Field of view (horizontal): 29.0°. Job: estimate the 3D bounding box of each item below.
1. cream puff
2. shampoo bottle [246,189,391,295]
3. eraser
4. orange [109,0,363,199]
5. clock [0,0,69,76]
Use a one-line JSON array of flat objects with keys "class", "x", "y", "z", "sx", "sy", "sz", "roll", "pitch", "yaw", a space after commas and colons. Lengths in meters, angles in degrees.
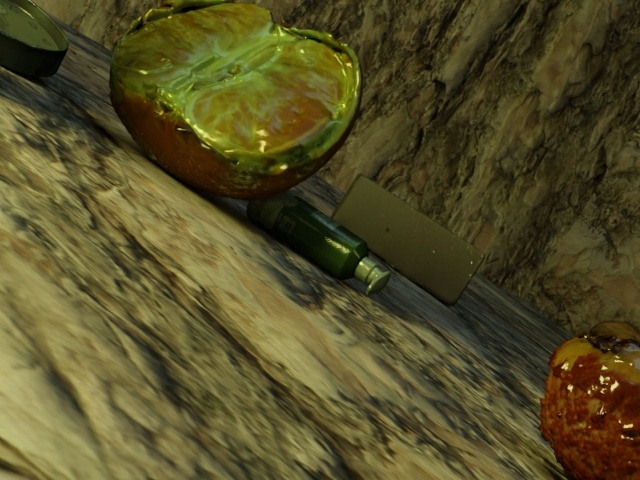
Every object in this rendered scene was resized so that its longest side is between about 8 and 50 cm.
[{"class": "cream puff", "x": 0.307, "y": 0.180, "z": 1.157, "sx": 0.240, "sy": 0.164, "sz": 0.240, "roll": 33, "pitch": 20, "yaw": -13}, {"class": "shampoo bottle", "x": 0.000, "y": 0.000, "z": 1.567, "sx": 0.204, "sy": 0.065, "sz": 0.065, "roll": 34, "pitch": 5, "yaw": 18}, {"class": "eraser", "x": 0.150, "y": -0.007, "z": 2.236, "sx": 0.352, "sy": 0.111, "sz": 0.077, "roll": 35, "pitch": 4, "yaw": 33}, {"class": "orange", "x": -0.099, "y": -0.174, "z": 1.550, "sx": 0.334, "sy": 0.262, "sz": 0.196, "roll": 23, "pitch": -27, "yaw": 35}, {"class": "clock", "x": -0.429, "y": -0.295, "z": 1.623, "sx": 0.215, "sy": 0.042, "sz": 0.215, "roll": 34, "pitch": 17, "yaw": -12}]
